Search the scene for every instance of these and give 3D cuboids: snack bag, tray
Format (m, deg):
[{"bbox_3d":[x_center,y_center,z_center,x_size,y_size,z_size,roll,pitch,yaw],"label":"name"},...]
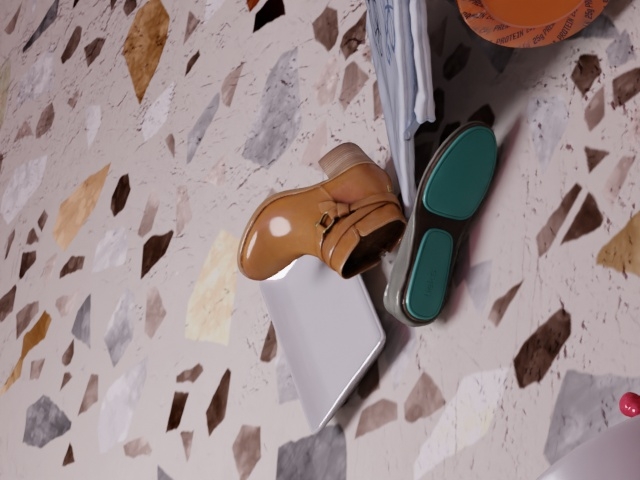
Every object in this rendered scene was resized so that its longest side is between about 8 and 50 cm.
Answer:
[{"bbox_3d":[0.076,-0.232,1.970,0.342,0.037,0.323,85,177,-49],"label":"snack bag"},{"bbox_3d":[0.007,0.075,2.072,0.145,0.030,0.270,-55,32,24],"label":"tray"}]

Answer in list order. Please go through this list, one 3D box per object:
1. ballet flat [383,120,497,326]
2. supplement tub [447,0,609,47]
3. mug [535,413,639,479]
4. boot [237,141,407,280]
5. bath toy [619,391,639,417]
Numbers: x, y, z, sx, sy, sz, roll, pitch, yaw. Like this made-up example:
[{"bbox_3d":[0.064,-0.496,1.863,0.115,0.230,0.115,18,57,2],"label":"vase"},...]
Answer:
[{"bbox_3d":[0.111,-0.020,1.910,0.068,0.072,0.213,17,88,66],"label":"ballet flat"},{"bbox_3d":[0.178,-0.344,1.871,0.193,0.193,0.316,-48,35,34],"label":"supplement tub"},{"bbox_3d":[0.266,0.334,1.235,0.374,0.276,0.328,115,152,-44],"label":"mug"},{"bbox_3d":[0.000,0.000,2.027,0.197,0.073,0.152,-48,39,15],"label":"boot"},{"bbox_3d":[0.327,0.023,1.446,0.129,0.151,0.348,19,91,17],"label":"bath toy"}]
